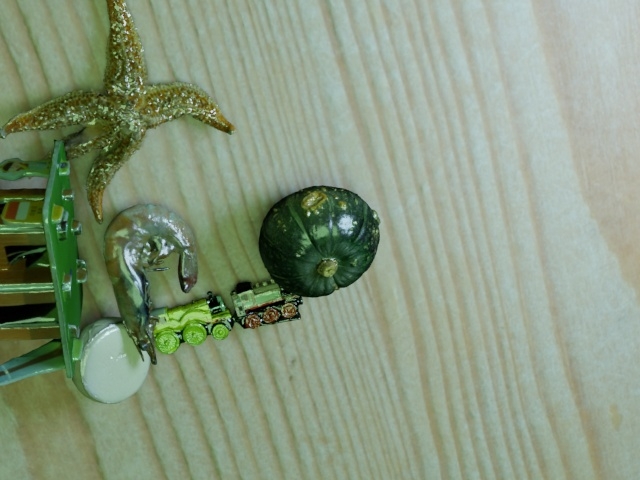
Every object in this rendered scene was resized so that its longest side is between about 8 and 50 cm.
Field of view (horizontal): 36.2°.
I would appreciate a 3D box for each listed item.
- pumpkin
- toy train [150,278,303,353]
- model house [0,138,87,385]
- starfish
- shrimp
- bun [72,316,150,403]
[{"bbox_3d":[-0.001,0.001,1.519,0.190,0.146,0.190,-12,118,-24],"label":"pumpkin"},{"bbox_3d":[-0.151,0.118,1.581,0.250,0.053,0.085,-14,105,-5],"label":"toy train"},{"bbox_3d":[-0.501,0.072,1.335,0.324,0.340,0.300,-2,128,-6],"label":"model house"},{"bbox_3d":[-0.330,-0.184,1.446,0.293,0.084,0.301,-40,113,2],"label":"starfish"},{"bbox_3d":[-0.255,0.067,1.516,0.143,0.052,0.251,-9,104,-20],"label":"shrimp"},{"bbox_3d":[-0.344,0.186,1.553,0.138,0.094,0.138,-8,101,-43],"label":"bun"}]
